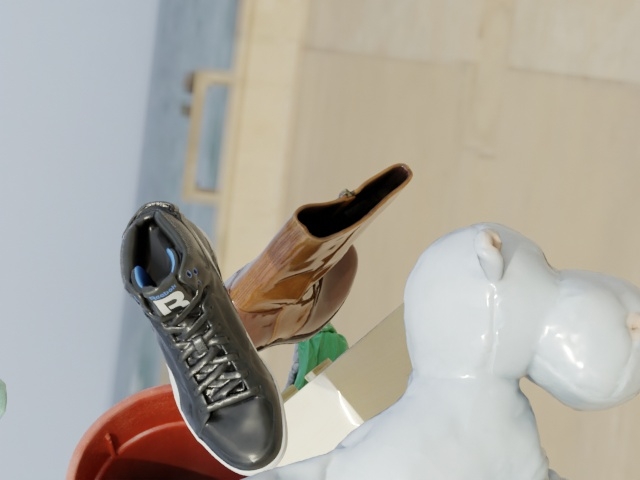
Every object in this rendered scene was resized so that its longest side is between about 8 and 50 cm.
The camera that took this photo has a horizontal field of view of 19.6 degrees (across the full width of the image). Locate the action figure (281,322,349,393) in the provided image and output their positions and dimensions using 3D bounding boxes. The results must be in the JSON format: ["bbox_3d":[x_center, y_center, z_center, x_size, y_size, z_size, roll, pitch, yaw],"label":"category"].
[{"bbox_3d":[-0.006,0.206,2.487,0.063,0.137,0.232,-3,79,60],"label":"action figure"}]

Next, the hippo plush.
[{"bbox_3d":[0.107,0.113,1.281,0.234,0.294,0.236,99,-172,-82],"label":"hippo plush"}]

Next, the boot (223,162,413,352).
[{"bbox_3d":[0.000,0.000,1.794,0.096,0.264,0.280,55,136,14],"label":"boot"}]

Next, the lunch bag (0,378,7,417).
[{"bbox_3d":[-0.436,0.145,1.637,0.262,0.223,0.160,-21,53,37],"label":"lunch bag"}]

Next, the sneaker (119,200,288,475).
[{"bbox_3d":[-0.099,0.074,1.396,0.217,0.079,0.121,65,-174,17],"label":"sneaker"}]

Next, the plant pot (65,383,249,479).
[{"bbox_3d":[-0.155,0.353,2.210,0.265,0.272,0.272,90,-178,-55],"label":"plant pot"}]

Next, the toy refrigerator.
[{"bbox_3d":[0.035,0.144,1.743,0.102,0.094,0.269,-41,-3,23],"label":"toy refrigerator"}]
